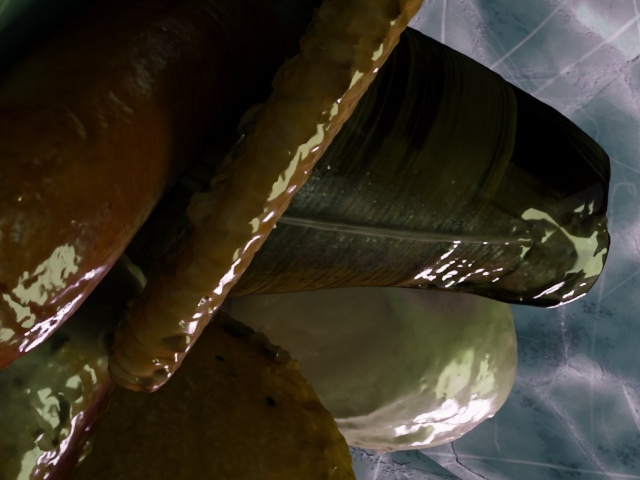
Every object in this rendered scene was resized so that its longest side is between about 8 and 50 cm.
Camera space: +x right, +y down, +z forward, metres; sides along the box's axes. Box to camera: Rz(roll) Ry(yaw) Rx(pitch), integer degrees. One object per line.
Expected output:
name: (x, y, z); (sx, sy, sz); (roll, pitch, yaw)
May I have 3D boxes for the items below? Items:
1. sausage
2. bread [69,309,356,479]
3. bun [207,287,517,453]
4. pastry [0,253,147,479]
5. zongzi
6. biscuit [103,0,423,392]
sausage: (-0.078, -0.048, 0.622); (0.103, 0.076, 0.302); (-61, 177, 27)
bread: (-0.095, 0.163, 0.908); (0.240, 0.240, 0.139); (-56, 166, -31)
bun: (-0.002, 0.073, 1.384); (0.213, 0.361, 0.361); (-47, 175, -25)
pastry: (-0.152, 0.081, 0.766); (0.182, 0.093, 0.192); (-58, 179, 5)
zongzi: (0.000, 0.000, 0.961); (0.288, 0.286, 0.134); (-52, -155, 28)
biscuit: (-0.016, -0.041, 0.675); (0.254, 0.035, 0.254); (-56, -178, 3)
